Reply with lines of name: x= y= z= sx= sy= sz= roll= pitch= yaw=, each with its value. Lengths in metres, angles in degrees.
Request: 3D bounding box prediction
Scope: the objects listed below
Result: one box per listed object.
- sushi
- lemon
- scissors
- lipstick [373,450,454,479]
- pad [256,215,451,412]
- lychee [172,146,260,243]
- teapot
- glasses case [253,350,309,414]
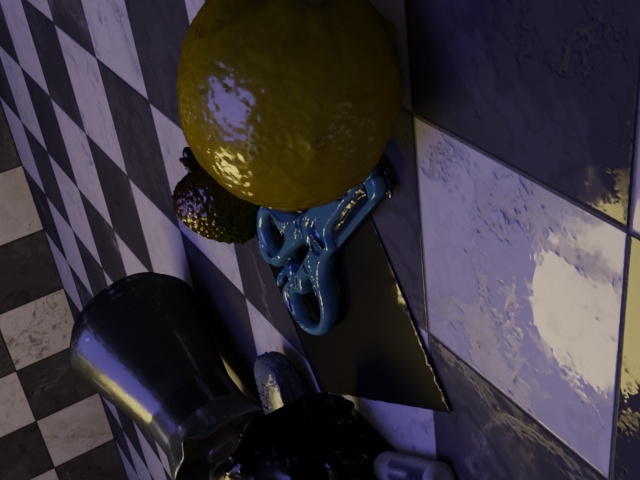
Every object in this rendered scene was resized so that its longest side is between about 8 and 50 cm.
sushi: x=-0.011 y=0.341 z=1.184 sx=0.219 sy=0.238 sz=0.225 roll=-110 pitch=20 yaw=-47
lemon: x=-0.026 y=-0.128 z=0.802 sx=0.192 sy=0.192 sz=0.231 roll=54 pitch=155 yaw=27
scissors: x=-0.001 y=0.000 z=1.067 sx=0.180 sy=0.032 sz=0.393 roll=62 pitch=157 yaw=8
lipstick: x=0.108 y=0.270 z=1.097 sx=0.040 sy=0.040 sz=0.141 roll=67 pitch=158 yaw=-3
pad: x=0.023 y=0.085 z=1.150 sx=0.247 sy=0.007 sz=0.367 roll=67 pitch=158 yaw=-3
lychee: x=-0.135 y=-0.058 z=1.228 sx=0.146 sy=0.114 sz=0.114 roll=52 pitch=163 yaw=-19
teapot: x=-0.254 y=0.250 z=1.668 sx=0.344 sy=0.253 sz=0.300 roll=48 pitch=-175 yaw=27
glasses case: x=-0.027 y=0.294 z=1.390 sx=0.109 sy=0.067 sz=0.282 roll=3 pitch=113 yaw=68
